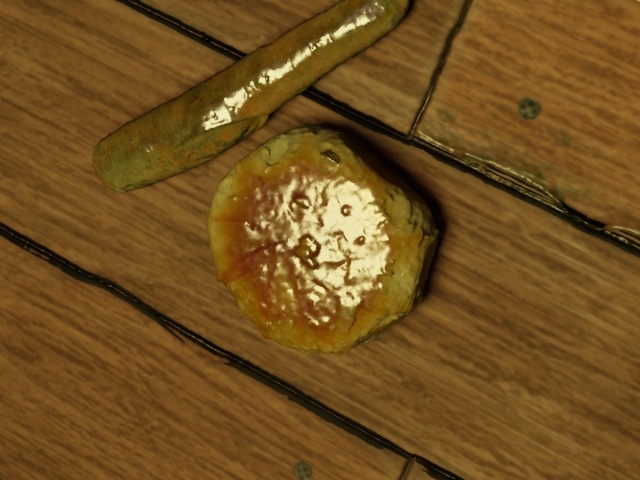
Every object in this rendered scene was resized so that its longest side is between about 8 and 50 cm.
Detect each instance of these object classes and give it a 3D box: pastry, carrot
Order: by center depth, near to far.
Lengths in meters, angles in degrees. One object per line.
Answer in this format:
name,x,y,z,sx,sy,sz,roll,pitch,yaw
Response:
pastry,0.000,0.000,0.972,0.182,0.093,0.192,-40,85,21
carrot,-0.057,-0.130,0.984,0.342,0.070,0.070,-27,91,22
